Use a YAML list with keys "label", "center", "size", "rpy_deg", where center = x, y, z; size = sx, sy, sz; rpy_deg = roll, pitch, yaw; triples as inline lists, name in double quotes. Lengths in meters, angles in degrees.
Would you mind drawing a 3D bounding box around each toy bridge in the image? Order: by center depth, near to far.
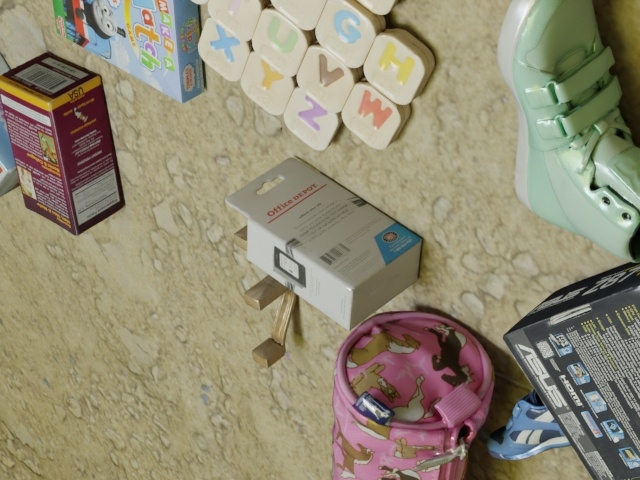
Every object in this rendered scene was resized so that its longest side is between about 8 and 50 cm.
- label: "toy bridge"
  center: [-0.054, 0.051, 1.733]
  size: [0.026, 0.063, 0.188]
  rpy_deg: [27, 139, 36]

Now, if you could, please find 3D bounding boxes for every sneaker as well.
- label: "sneaker"
  center: [0.223, -0.096, 1.231]
  size: [0.151, 0.094, 0.256]
  rpy_deg: [35, 152, 37]
- label: "sneaker"
  center: [0.208, 0.170, 1.518]
  size: [0.144, 0.053, 0.059]
  rpy_deg: [-29, 95, 48]

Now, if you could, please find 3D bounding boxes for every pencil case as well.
- label: "pencil case"
  center: [0.085, 0.255, 1.653]
  size: [0.160, 0.167, 0.386]
  rpy_deg: [9, 133, 7]

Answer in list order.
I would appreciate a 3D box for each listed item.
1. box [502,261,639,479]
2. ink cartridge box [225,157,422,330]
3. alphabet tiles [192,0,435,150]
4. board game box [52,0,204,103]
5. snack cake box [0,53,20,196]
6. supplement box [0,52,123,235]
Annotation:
- label: "box"
  center: [0.363, 0.187, 1.298]
  size: [0.395, 0.097, 0.318]
  rpy_deg: [57, 148, -2]
- label: "ink cartridge box"
  center: [0.000, 0.000, 1.586]
  size: [0.180, 0.104, 0.060]
  rpy_deg: [34, 142, 30]
- label: "alphabet tiles"
  center: [-0.026, -0.209, 1.478]
  size: [0.284, 0.021, 0.278]
  rpy_deg: [40, 144, 9]
- label: "board game box"
  center: [-0.211, -0.257, 1.692]
  size: [0.211, 0.039, 0.160]
  rpy_deg: [30, 138, 33]
- label: "snack cake box"
  center: [-0.459, -0.187, 2.018]
  size: [0.264, 0.089, 0.152]
  rpy_deg: [56, 145, -1]
- label: "supplement box"
  center: [-0.309, -0.115, 1.897]
  size: [0.104, 0.081, 0.188]
  rpy_deg: [26, 136, 37]
